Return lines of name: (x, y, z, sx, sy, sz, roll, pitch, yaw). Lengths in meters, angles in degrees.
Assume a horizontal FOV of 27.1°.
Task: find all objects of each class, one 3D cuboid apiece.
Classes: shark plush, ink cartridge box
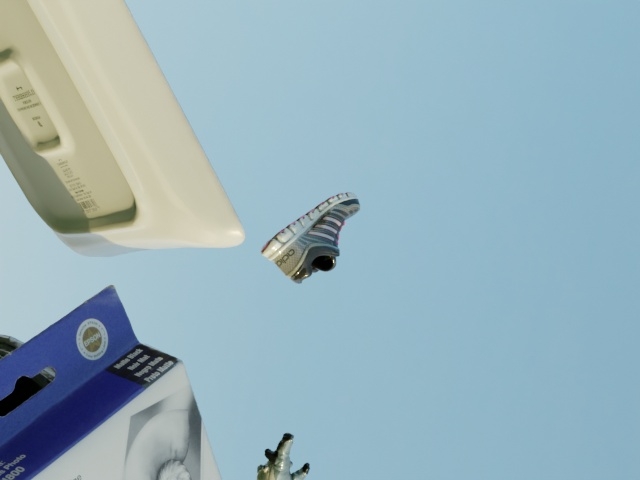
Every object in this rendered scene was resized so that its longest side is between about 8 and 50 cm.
shark plush: (-0.044, 0.275, 1.560, 0.073, 0.067, 0.161, -127, -151, -52)
ink cartridge box: (-0.159, 0.175, 0.904, 0.045, 0.223, 0.224, -4, -67, 37)

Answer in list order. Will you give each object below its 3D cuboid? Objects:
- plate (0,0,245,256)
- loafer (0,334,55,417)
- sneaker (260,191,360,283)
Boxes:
plate: (-0.190, -0.102, 0.934, 0.277, 0.045, 0.278, -5, -63, 58)
loafer: (-0.282, 0.135, 1.211, 0.223, 0.078, 0.076, 12, -76, 30)
sneaker: (0.000, 0.000, 1.626, 0.075, 0.170, 0.063, 55, -45, 0)
